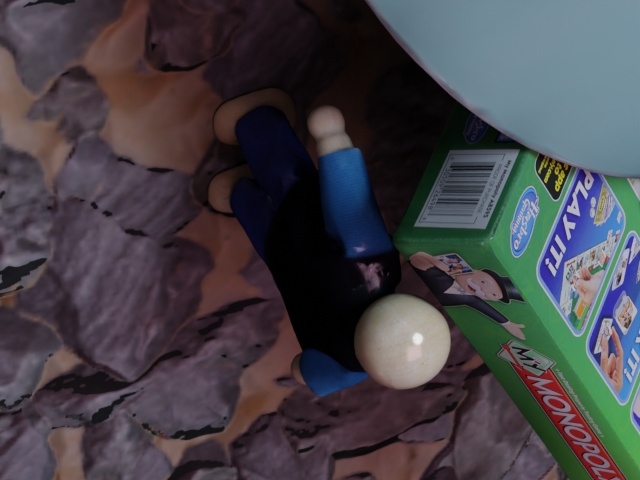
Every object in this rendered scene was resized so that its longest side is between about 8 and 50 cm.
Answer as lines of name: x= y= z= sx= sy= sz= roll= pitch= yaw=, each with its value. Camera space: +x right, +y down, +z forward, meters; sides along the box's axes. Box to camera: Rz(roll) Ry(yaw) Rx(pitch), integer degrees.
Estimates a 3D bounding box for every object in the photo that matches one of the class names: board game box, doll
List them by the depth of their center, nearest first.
doll: x=0.000 y=0.000 z=0.661 sx=0.046 sy=0.189 sz=0.129 roll=-6 pitch=122 yaw=-21
board game box: x=0.154 y=-0.062 z=0.692 sx=0.213 sy=0.046 sz=0.317 roll=51 pitch=54 yaw=-39

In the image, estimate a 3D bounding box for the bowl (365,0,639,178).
bowl: x=0.146 y=-0.189 z=0.541 sx=0.312 sy=0.163 sz=0.311 roll=8 pitch=75 yaw=-34
